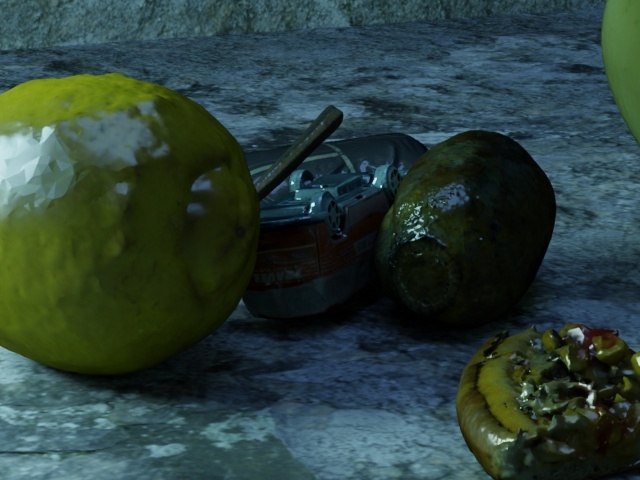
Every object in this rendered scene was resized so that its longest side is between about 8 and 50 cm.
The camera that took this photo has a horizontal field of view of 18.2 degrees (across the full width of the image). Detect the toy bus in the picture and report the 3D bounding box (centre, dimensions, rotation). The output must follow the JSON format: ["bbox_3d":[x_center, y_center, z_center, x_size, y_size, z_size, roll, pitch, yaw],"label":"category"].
[{"bbox_3d":[0.000,0.000,1.946,0.121,0.119,0.265,-4,11,23],"label":"toy bus"}]

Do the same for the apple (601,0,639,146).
[{"bbox_3d":[0.522,-0.201,2.045,0.474,0.473,0.473,-1,14,0],"label":"apple"}]

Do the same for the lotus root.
[{"bbox_3d":[0.145,-0.014,1.923,0.160,0.152,0.275,37,29,2],"label":"lotus root"}]

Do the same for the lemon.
[{"bbox_3d":[-0.205,-0.013,1.755,0.285,0.285,0.316,-10,-6,-32],"label":"lemon"}]

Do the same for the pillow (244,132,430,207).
[{"bbox_3d":[-0.003,-0.057,2.238,0.335,0.092,0.161,-8,20,-23],"label":"pillow"}]

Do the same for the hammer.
[{"bbox_3d":[-0.062,-0.052,2.009,0.027,0.125,0.297,33,46,13],"label":"hammer"}]

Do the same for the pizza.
[{"bbox_3d":[0.223,0.131,1.538,0.288,0.074,0.251,5,18,27],"label":"pizza"}]
